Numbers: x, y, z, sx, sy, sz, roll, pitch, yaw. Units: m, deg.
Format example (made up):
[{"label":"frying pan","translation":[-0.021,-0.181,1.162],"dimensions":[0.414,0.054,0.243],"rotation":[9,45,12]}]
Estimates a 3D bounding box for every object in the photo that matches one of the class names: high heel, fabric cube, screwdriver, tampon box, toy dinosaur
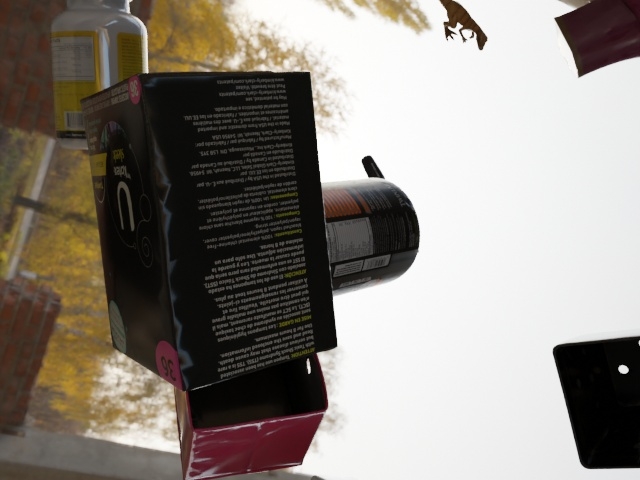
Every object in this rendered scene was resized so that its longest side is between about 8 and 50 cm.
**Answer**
[{"label":"high heel","translation":[0.362,-0.382,0.882],"dimensions":[0.181,0.127,0.377],"rotation":[-20,-115,16]},{"label":"fabric cube","translation":[-0.153,0.300,1.348],"dimensions":[0.258,0.259,0.254],"rotation":[106,-26,-48]},{"label":"screwdriver","translation":[0.100,-0.054,0.985],"dimensions":[0.024,0.025,0.170],"rotation":[-45,-121,41]},{"label":"tampon box","translation":[-0.069,-0.011,0.403],"dimensions":[0.120,0.101,0.161],"rotation":[5,-77,57]},{"label":"toy dinosaur","translation":[0.273,-0.475,1.395],"dimensions":[0.064,0.211,0.112],"rotation":[-43,172,-7]}]

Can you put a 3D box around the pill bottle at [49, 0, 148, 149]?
[{"label":"pill bottle","translation":[-0.244,-0.195,0.753],"dimensions":[0.103,0.103,0.184],"rotation":[-149,-122,-69]}]

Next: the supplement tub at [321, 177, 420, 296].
[{"label":"supplement tub","translation":[0.000,0.000,0.673],"dimensions":[0.117,0.190,0.117],"rotation":[10,-76,46]}]

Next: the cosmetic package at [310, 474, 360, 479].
[{"label":"cosmetic package","translation":[0.158,0.560,1.023],"dimensions":[0.453,0.161,0.230],"rotation":[18,-98,35]}]

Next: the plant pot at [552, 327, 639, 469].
[{"label":"plant pot","translation":[0.476,0.211,0.998],"dimensions":[0.188,0.167,0.188],"rotation":[-14,-88,35]}]
